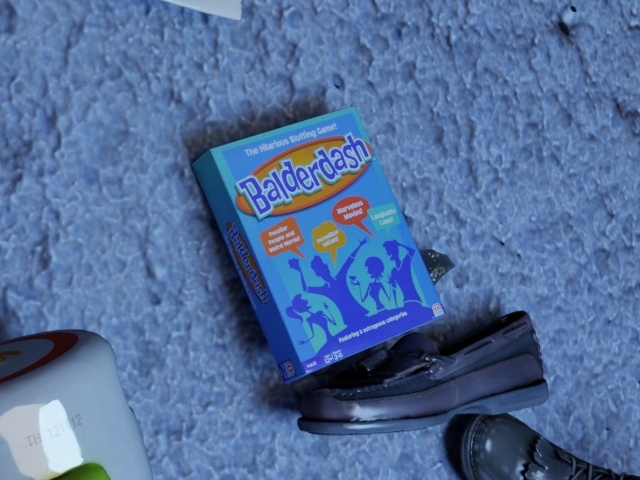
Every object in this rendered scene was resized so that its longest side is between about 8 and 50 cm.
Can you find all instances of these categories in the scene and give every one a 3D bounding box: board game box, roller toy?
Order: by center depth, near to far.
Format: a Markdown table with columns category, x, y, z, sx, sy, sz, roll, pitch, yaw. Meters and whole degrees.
| category | x | y | z | sx | sy | sz | roll | pitch | yaw |
| --- | --- | --- | --- | --- | --- | --- | --- | --- | --- |
| roller toy | -0.232 | 0.149 | 0.975 | 0.191 | 0.209 | 0.146 | -43 | 119 | -69 |
| board game box | 0.000 | 0.000 | 1.180 | 0.160 | 0.047 | 0.210 | -21 | 83 | -31 |

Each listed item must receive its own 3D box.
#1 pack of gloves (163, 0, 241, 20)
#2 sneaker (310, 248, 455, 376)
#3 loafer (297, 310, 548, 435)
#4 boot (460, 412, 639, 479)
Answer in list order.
| category | x | y | z | sx | sy | sz | roll | pitch | yaw |
| --- | --- | --- | --- | --- | --- | --- | --- | --- | --- |
| pack of gloves | -0.176 | -0.290 | 1.114 | 0.232 | 0.046 | 0.195 | 6 | 75 | -36 |
| sneaker | 0.054 | 0.068 | 1.247 | 0.089 | 0.051 | 0.170 | 37 | 67 | -23 |
| loafer | 0.096 | 0.121 | 1.245 | 0.302 | 0.109 | 0.095 | -2 | 90 | -42 |
| boot | 0.288 | 0.239 | 1.291 | 0.263 | 0.229 | 0.091 | 35 | 65 | -30 |
